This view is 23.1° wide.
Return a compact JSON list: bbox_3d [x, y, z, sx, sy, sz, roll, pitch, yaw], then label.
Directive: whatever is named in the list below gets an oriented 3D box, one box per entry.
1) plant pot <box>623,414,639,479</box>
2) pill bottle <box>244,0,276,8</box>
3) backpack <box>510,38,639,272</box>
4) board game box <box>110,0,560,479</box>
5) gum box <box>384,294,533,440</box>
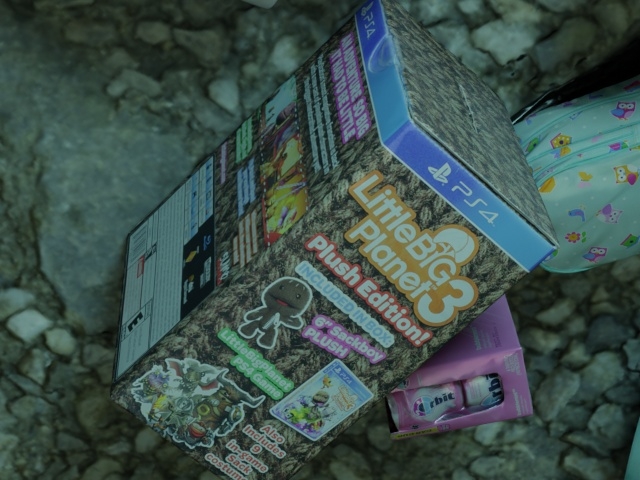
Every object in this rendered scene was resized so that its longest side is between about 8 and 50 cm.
[{"bbox_3d":[0.351,0.190,1.246,0.196,0.293,0.293,13,121,20],"label":"plant pot"},{"bbox_3d":[-0.115,-0.237,1.054,0.208,0.119,0.119,19,116,-13],"label":"pill bottle"},{"bbox_3d":[0.220,-0.055,1.175,0.182,0.115,0.152,-17,121,9],"label":"backpack"},{"bbox_3d":[0.000,0.000,1.127,0.141,0.232,0.291,40,111,-22],"label":"board game box"},{"bbox_3d":[0.093,0.073,1.196,0.107,0.188,0.062,-12,118,3],"label":"gum box"}]
